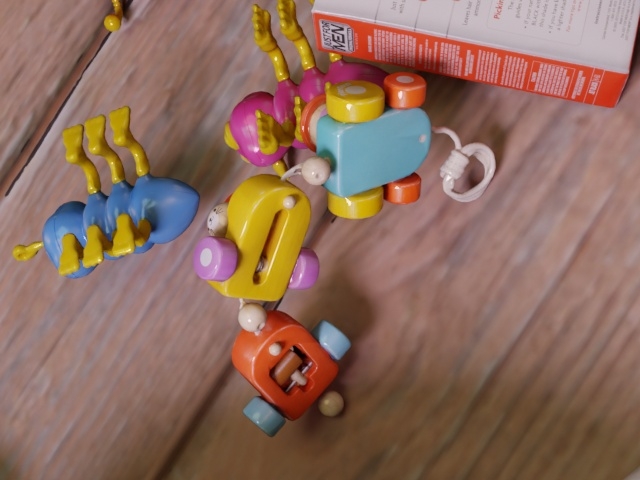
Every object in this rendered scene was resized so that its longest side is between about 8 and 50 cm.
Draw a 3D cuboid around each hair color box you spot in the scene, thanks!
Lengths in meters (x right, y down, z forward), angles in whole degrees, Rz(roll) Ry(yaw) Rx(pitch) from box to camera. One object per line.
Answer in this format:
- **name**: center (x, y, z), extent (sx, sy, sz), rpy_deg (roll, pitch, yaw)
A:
- **hair color box**: center (0.073, -0.112, 0.624), extent (0.141, 0.043, 0.072), rpy_deg (13, 75, 6)

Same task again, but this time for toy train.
- **toy train**: center (0.000, 0.000, 0.621), extent (0.166, 0.125, 0.046), rpy_deg (-51, 45, -6)

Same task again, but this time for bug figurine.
- **bug figurine**: center (-0.064, -0.102, 0.734), extent (0.216, 0.072, 0.279), rpy_deg (-15, 57, 21)

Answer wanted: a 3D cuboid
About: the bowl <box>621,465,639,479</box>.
- **bowl**: center (0.165, 0.169, 0.417), extent (0.298, 0.134, 0.298), rpy_deg (-15, 62, 29)
